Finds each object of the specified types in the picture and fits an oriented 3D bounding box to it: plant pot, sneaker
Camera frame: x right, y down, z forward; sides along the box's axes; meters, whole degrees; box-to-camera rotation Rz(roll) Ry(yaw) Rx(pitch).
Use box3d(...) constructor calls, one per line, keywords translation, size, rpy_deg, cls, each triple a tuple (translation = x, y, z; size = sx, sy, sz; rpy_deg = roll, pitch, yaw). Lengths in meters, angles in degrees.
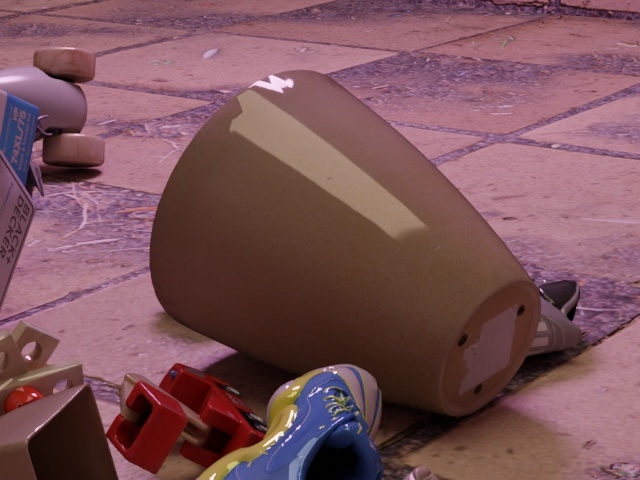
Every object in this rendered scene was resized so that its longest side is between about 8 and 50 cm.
box3d(translation=(-0.205, 0.172, 1.131), size=(0.096, 0.109, 0.109), rpy_deg=(-10, 13, 18), cls="plant pot")
box3d(translation=(0.010, 0.150, 1.148), size=(0.126, 0.091, 0.240), rpy_deg=(-19, 15, 36), cls="sneaker")
box3d(translation=(0.168, 0.053, 1.545), size=(0.132, 0.086, 0.229), rpy_deg=(-3, 26, -21), cls="sneaker")
box3d(translation=(0.042, 0.026, 1.403), size=(0.274, 0.256, 0.256), rpy_deg=(31, 33, 33), cls="plant pot")

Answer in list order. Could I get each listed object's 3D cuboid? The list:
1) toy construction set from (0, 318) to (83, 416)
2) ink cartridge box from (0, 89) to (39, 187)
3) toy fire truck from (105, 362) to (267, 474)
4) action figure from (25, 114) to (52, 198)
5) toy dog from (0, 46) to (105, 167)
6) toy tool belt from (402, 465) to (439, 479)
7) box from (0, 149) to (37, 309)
box3d(translation=(-0.330, 0.109, 1.292), size=(0.215, 0.151, 0.327), rpy_deg=(2, 9, -38), cls="toy construction set")
box3d(translation=(-0.455, -0.084, 1.675), size=(0.198, 0.197, 0.270), rpy_deg=(7, -8, 26), cls="ink cartridge box")
box3d(translation=(-0.103, 0.130, 1.229), size=(0.135, 0.047, 0.192), rpy_deg=(28, 4, -25), cls="toy fire truck")
box3d(translation=(-0.441, -0.092, 1.965), size=(0.285, 0.185, 0.099), rpy_deg=(-27, -13, -29), cls="action figure")
box3d(translation=(-0.435, -0.181, 2.149), size=(0.333, 0.220, 0.161), rpy_deg=(28, -25, -35), cls="toy dog")
box3d(translation=(0.052, 0.191, 1.140), size=(0.051, 0.052, 0.083), rpy_deg=(-36, -7, 31), cls="toy tool belt")
box3d(translation=(-0.364, -0.047, 1.486), size=(0.087, 0.290, 0.169), rpy_deg=(3, 56, 17), cls="box")
